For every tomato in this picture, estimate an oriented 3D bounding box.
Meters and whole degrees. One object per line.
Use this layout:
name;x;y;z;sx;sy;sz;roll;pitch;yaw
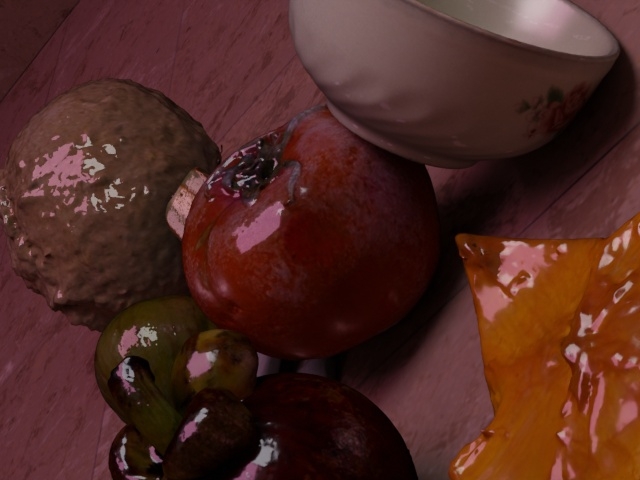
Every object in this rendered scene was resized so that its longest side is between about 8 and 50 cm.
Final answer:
tomato;0.002;0.001;1.433;0.232;0.188;0.232;-29;31;20

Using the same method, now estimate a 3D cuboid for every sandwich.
sandwich;-0.094;0.000;1.745;0.079;0.113;0.163;-55;22;9

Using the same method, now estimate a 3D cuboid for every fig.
fig;-0.135;0.161;1.657;0.149;0.149;0.245;-50;42;20

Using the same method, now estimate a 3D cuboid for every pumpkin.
pumpkin;0.177;0.081;1.061;0.258;0.095;0.290;-31;37;42

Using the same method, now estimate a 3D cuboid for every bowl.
bowl;0.092;-0.151;1.362;0.277;0.277;0.145;-108;36;-63

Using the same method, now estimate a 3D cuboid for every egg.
egg;-0.238;-0.046;1.923;0.279;0.279;0.310;-42;41;36

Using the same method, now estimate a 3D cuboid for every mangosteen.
mangosteen;-0.050;0.174;1.208;0.215;0.257;0.215;-40;7;6

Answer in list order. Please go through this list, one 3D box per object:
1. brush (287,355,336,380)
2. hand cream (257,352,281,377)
brush;-0.007;0.077;1.574;0.085;0.020;0.336;-45;25;33
hand cream;-0.064;0.134;1.551;0.109;0.067;0.321;112;175;-55
